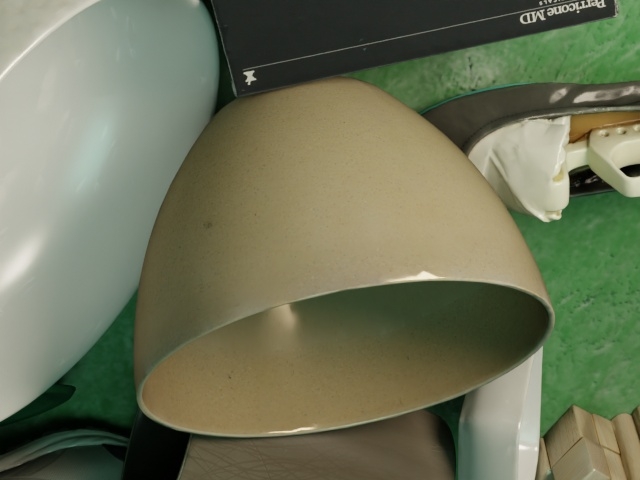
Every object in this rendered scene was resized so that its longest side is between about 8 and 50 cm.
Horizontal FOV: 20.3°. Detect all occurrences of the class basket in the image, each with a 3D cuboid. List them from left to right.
[{"bbox_3d":[-0.021,0.173,1.405,0.227,0.154,0.204,15,97,-20],"label":"basket"}]

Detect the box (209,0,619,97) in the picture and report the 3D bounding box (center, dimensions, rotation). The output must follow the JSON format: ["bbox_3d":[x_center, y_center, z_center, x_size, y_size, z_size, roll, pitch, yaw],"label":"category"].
[{"bbox_3d":[0.049,-0.218,1.168,0.261,0.103,0.184,-11,122,3],"label":"box"}]

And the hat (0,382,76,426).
[{"bbox_3d":[-0.301,0.050,1.373,0.173,0.183,0.208,-19,168,22],"label":"hat"}]

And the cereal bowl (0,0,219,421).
[{"bbox_3d":[-0.220,-0.048,1.165,0.141,0.339,0.339,30,124,18],"label":"cereal bowl"}]

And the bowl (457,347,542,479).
[{"bbox_3d":[0.142,0.153,1.413,0.053,0.142,0.142,6,124,13],"label":"bowl"}]

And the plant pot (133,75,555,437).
[{"bbox_3d":[0.000,0.000,1.232,0.284,0.191,0.284,-10,157,-4],"label":"plant pot"}]

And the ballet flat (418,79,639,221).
[{"bbox_3d":[0.190,-0.067,1.284,0.281,0.096,0.095,-9,126,3],"label":"ballet flat"}]

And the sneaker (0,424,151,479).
[{"bbox_3d":[-0.245,0.220,1.420,0.272,0.108,0.100,-4,132,-27],"label":"sneaker"}]

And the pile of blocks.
[{"bbox_3d":[0.346,0.186,1.460,0.362,0.112,0.149,-18,124,9],"label":"pile of blocks"}]
